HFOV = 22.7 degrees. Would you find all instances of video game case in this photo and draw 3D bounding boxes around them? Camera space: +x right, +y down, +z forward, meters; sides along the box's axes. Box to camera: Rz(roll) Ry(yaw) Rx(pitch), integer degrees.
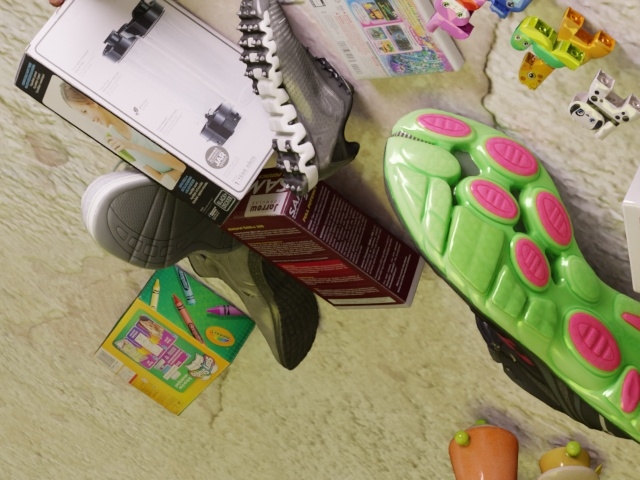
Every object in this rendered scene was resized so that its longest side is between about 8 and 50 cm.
[{"bbox_3d":[0.057,-0.233,1.651,0.143,0.019,0.157,0,135,42],"label":"video game case"}]

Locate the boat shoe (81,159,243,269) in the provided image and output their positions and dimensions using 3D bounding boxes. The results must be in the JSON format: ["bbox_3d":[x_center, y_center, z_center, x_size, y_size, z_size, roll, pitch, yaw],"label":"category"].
[{"bbox_3d":[-0.194,-0.039,1.934,0.103,0.320,0.118,24,105,26],"label":"boat shoe"}]

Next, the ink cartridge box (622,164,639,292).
[{"bbox_3d":[0.414,0.002,1.592,0.203,0.086,0.148,14,145,28],"label":"ink cartridge box"}]

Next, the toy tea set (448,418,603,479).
[{"bbox_3d":[0.273,0.353,2.230,0.200,0.124,0.336,-1,141,-2],"label":"toy tea set"}]

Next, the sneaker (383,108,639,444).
[{"bbox_3d":[0.218,0.063,1.765,0.483,0.185,0.202,49,151,-15],"label":"sneaker"}]

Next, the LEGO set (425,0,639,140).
[{"bbox_3d":[0.199,-0.181,1.522,0.227,0.087,0.093,36,134,-6],"label":"LEGO set"}]

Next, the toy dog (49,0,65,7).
[{"bbox_3d":[-0.319,-0.367,1.664,0.333,0.161,0.220,30,149,5],"label":"toy dog"}]

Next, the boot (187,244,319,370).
[{"bbox_3d":[-0.098,0.058,2.164,0.161,0.083,0.246,19,142,34],"label":"boot"}]

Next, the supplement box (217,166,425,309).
[{"bbox_3d":[0.000,0.000,1.924,0.130,0.073,0.239,-4,150,45],"label":"supplement box"}]

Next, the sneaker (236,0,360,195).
[{"bbox_3d":[-0.019,-0.174,1.751,0.078,0.106,0.234,15,126,64],"label":"sneaker"}]

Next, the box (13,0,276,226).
[{"bbox_3d":[-0.180,-0.171,1.812,0.290,0.169,0.087,34,152,-5],"label":"box"}]

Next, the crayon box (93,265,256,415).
[{"bbox_3d":[-0.222,0.151,2.386,0.165,0.081,0.278,36,149,-5],"label":"crayon box"}]
